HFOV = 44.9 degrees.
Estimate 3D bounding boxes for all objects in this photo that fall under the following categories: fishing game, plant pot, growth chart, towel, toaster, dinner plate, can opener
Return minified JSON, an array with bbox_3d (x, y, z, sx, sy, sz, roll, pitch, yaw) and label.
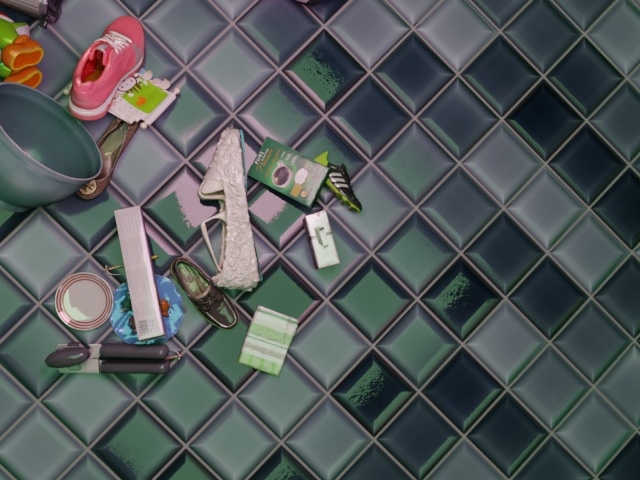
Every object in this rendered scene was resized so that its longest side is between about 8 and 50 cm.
[{"bbox_3d":[-0.426,0.174,1.896,0.189,0.041,0.264,-10,89,-5],"label":"fishing game"},{"bbox_3d":[-0.683,-0.189,1.783,0.196,0.293,0.293,-42,93,19],"label":"plant pot"},{"bbox_3d":[-0.481,-0.370,1.900,0.237,0.021,0.172,26,62,0],"label":"growth chart"},{"bbox_3d":[-0.131,0.251,1.939,0.113,0.023,0.152,20,87,-3],"label":"towel"},{"bbox_3d":[-0.692,-0.628,1.862,0.146,0.129,0.227,18,87,-2],"label":"toaster"},{"bbox_3d":[-0.574,0.148,1.886,0.141,0.017,0.141,0,89,-2],"label":"dinner plate"},{"bbox_3d":[-0.507,0.289,1.843,0.283,0.095,0.076,0,101,5],"label":"can opener"}]

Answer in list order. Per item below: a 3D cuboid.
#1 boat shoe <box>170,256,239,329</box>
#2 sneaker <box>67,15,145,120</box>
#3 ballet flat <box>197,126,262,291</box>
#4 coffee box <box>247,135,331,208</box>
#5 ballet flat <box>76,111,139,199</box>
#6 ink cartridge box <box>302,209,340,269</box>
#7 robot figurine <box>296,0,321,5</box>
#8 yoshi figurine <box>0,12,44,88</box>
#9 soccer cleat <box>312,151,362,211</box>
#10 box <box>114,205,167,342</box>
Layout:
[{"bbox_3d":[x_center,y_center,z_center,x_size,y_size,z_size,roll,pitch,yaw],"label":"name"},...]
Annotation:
[{"bbox_3d":[-0.287,0.132,1.896,0.080,0.073,0.223,-41,92,-7],"label":"boat shoe"},{"bbox_3d":[-0.497,-0.433,1.836,0.116,0.136,0.314,21,62,-3],"label":"sneaker"},{"bbox_3d":[-0.229,-0.074,1.875,0.147,0.147,0.409,-7,88,-7],"label":"ballet flat"},{"bbox_3d":[-0.078,-0.170,1.928,0.184,0.040,0.113,27,92,9],"label":"coffee box"},{"bbox_3d":[-0.523,-0.212,1.893,0.084,0.058,0.250,33,83,-6],"label":"ballet flat"},{"bbox_3d":[0.000,0.000,1.925,0.056,0.099,0.135,-15,88,-6],"label":"ink cartridge box"},{"bbox_3d":[-0.057,-0.679,1.882,0.209,0.278,0.174,-37,57,28],"label":"robot figurine"},{"bbox_3d":[-0.832,-0.488,1.802,0.362,0.203,0.203,41,94,8],"label":"yoshi figurine"},{"bbox_3d":[0.052,-0.149,1.960,0.072,0.060,0.179,-43,90,-8],"label":"soccer cleat"},{"bbox_3d":[-0.432,0.081,1.862,0.067,0.063,0.324,-13,79,-8],"label":"box"}]
